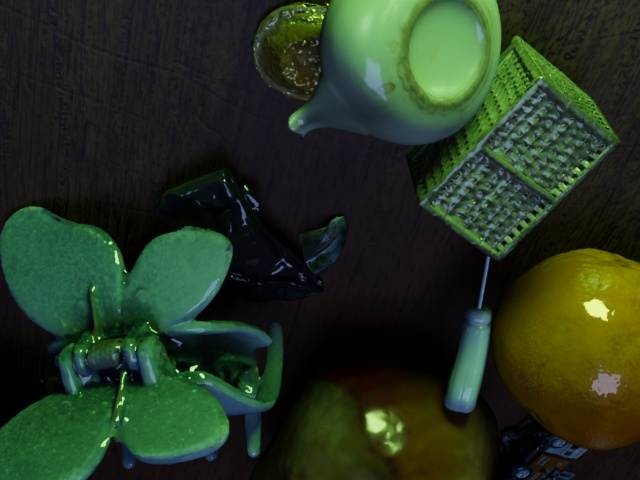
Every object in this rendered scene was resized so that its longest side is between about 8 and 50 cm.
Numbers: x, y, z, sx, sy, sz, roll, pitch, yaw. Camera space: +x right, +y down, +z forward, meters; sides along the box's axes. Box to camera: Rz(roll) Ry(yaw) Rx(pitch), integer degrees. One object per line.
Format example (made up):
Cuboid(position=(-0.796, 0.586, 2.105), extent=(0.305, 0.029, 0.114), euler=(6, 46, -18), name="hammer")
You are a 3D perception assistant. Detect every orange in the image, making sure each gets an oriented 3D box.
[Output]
Cuboid(position=(0.347, 0.140, 1.275), extent=(0.261, 0.261, 0.261), euler=(-2, 129, -2), name="orange")

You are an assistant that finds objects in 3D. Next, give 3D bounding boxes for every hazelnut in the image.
Cuboid(position=(0.081, 0.338, 1.393), extent=(0.365, 0.366, 0.366), euler=(-2, 129, -2), name="hazelnut")

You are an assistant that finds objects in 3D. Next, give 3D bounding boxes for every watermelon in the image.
Cuboid(position=(0.000, 0.000, 1.281), extent=(0.061, 0.085, 0.085), euler=(27, 128, 13), name="watermelon")

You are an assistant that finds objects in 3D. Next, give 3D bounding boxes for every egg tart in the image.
Cuboid(position=(-0.013, -0.202, 1.104), extent=(0.128, 0.049, 0.129), euler=(-1, 130, -1), name="egg tart")

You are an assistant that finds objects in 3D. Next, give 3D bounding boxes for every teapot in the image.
Cuboid(position=(0.073, -0.256, 1.010), extent=(0.220, 0.149, 0.318), euler=(-14, 109, -34), name="teapot")

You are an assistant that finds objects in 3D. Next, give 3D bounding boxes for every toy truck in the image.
Cuboid(position=(0.352, 0.329, 1.541), extent=(0.115, 0.080, 0.178), euler=(21, 126, -25), name="toy truck")

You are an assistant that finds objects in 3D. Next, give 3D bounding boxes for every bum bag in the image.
Cuboid(position=(-0.102, 0.009, 1.260), extent=(0.123, 0.060, 0.248), euler=(-22, 126, 25), name="bum bag")

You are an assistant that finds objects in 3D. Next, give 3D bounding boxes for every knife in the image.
Cuboid(position=(0.209, 0.060, 1.270), extent=(0.044, 0.080, 0.331), euler=(11, 98, 12), name="knife")

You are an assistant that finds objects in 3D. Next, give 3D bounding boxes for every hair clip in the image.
Cuboid(position=(-0.219, 0.163, 1.222), extent=(0.318, 0.392, 0.238), euler=(-10, 153, 15), name="hair clip")

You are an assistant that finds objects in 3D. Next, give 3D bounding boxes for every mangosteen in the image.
Cuboid(position=(-0.417, 0.266, 1.369), extent=(0.250, 0.211, 0.211), euler=(-12, 130, -13), name="mangosteen")

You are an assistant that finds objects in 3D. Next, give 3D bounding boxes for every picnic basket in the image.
Cuboid(position=(0.208, -0.109, 1.124), extent=(0.134, 0.154, 0.196), euler=(31, 116, -23), name="picnic basket")
